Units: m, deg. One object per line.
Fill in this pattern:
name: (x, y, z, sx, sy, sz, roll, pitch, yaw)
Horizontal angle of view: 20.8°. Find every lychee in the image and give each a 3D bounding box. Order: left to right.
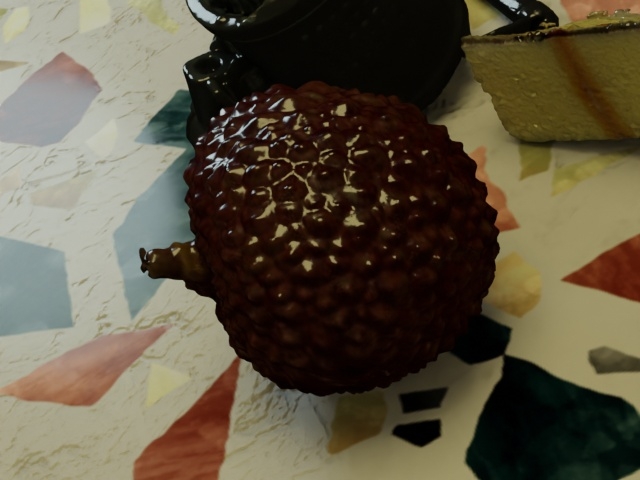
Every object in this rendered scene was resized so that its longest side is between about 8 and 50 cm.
lychee: (0.000, 0.000, 1.434, 0.300, 0.264, 0.264, -5, 41, -8)

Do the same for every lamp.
lamp: (0.011, -0.243, 1.675, 0.374, 0.272, 0.205, -31, 44, -8)

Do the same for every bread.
bread: (0.276, -0.194, 1.580, 0.240, 0.135, 0.178, -1, 44, 43)
